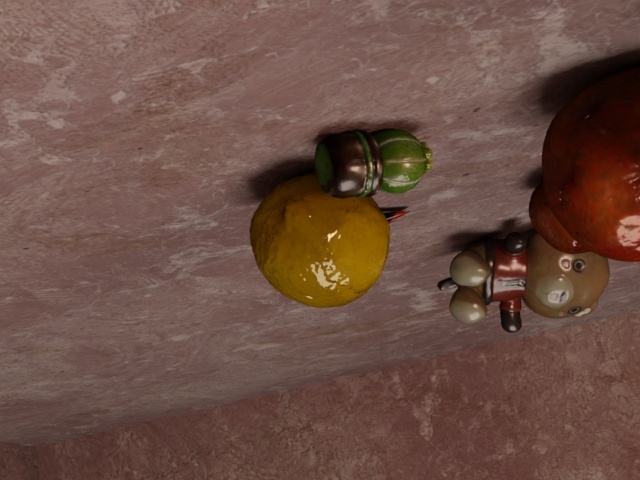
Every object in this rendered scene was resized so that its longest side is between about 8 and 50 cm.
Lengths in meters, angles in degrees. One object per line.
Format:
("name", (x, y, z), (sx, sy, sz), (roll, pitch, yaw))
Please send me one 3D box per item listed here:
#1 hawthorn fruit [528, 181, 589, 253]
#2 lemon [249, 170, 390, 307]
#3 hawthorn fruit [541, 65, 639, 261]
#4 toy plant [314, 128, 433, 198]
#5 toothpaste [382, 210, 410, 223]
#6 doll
("hawthorn fruit", (0.426, -0.052, 2.040), (0.163, 0.162, 0.203), (-7, -178, -14))
("lemon", (0.000, 0.000, 1.785), (0.204, 0.204, 0.260), (-16, 156, 17))
("hawthorn fruit", (0.431, -0.099, 1.666), (0.276, 0.276, 0.307), (-10, 176, -6))
("toy plant", (0.078, -0.108, 1.648), (0.162, 0.092, 0.093), (-6, 164, -21))
("toothpaste", (0.061, -0.029, 2.018), (0.193, 0.045, 0.071), (-8, 165, -36))
("doll", (0.405, 0.067, 2.356), (0.330, 0.235, 0.174), (-2, -153, -5))
